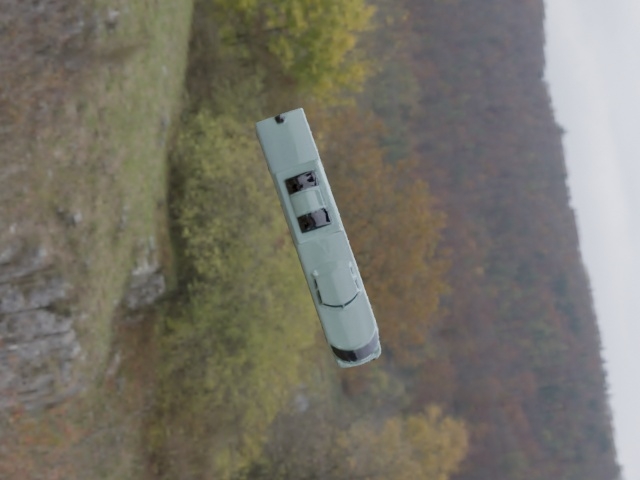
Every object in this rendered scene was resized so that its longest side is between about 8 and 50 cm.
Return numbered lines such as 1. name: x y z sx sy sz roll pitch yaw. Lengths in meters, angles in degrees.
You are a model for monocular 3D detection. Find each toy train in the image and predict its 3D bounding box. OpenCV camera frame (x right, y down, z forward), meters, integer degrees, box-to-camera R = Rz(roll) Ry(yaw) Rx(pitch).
1. toy train: 0.000 0.000 0.827 0.047 0.043 0.207 91 -19 -86
